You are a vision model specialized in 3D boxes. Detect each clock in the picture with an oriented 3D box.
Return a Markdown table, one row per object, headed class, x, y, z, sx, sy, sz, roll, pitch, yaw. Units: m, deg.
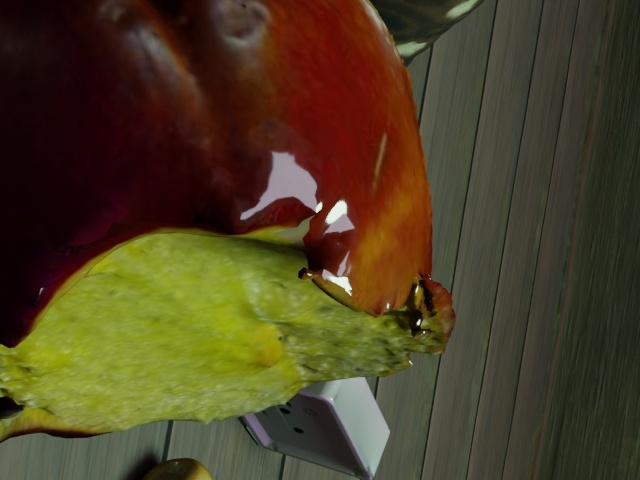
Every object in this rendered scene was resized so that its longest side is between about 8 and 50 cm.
| class | x | y | z | sx | sy | sz | roll | pitch | yaw |
| --- | --- | --- | --- | --- | --- | --- | --- | --- | --- |
| clock | -0.019 | 0.172 | 1.244 | 0.063 | 0.150 | 0.197 | -64 | 151 | -28 |

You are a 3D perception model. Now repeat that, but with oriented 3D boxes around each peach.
| class | x | y | z | sx | sy | sz | roll | pitch | yaw |
| --- | --- | --- | --- | --- | --- | --- | --- | --- | --- |
| peach | -0.092 | -0.017 | 0.761 | 0.353 | 0.339 | 0.417 | -94 | 176 | -55 |

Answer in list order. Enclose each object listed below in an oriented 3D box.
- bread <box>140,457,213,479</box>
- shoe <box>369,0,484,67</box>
| class | x | y | z | sx | sy | sz | roll | pitch | yaw |
| --- | --- | --- | --- | --- | --- | --- | --- | --- | --- |
| bread | -0.125 | 0.307 | 1.149 | 0.092 | 0.074 | 0.239 | -43 | 138 | -31 |
| shoe | 0.001 | -0.185 | 0.919 | 0.171 | 0.384 | 0.237 | -13 | 112 | -31 |
